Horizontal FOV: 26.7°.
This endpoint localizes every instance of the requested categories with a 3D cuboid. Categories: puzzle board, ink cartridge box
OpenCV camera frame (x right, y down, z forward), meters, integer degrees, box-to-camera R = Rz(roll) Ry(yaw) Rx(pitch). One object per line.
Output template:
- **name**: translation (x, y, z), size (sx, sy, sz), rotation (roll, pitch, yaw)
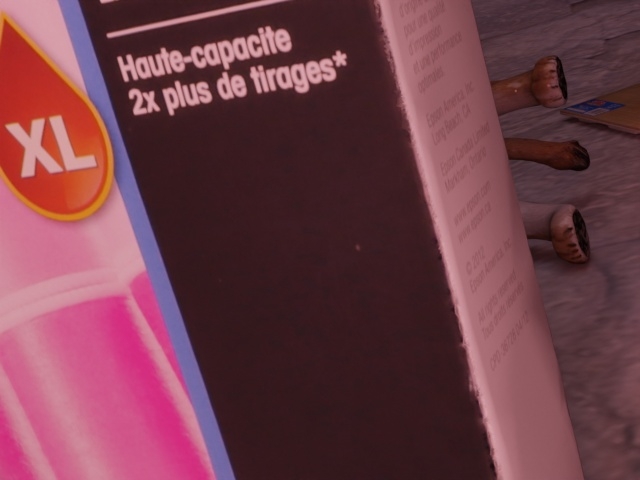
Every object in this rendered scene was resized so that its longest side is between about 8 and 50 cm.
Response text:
- **puzzle board**: translation (0.249, -0.100, 1.004), size (0.096, 0.011, 0.128), rotation (-19, 16, -13)
- **ink cartridge box**: translation (-0.043, -0.039, 0.382), size (0.175, 0.371, 0.069), rotation (-6, 17, 29)

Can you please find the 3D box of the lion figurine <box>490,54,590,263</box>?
- **lion figurine**: translation (0.000, 0.000, 0.705), size (0.240, 0.142, 0.392), rotation (-15, 0, 24)
